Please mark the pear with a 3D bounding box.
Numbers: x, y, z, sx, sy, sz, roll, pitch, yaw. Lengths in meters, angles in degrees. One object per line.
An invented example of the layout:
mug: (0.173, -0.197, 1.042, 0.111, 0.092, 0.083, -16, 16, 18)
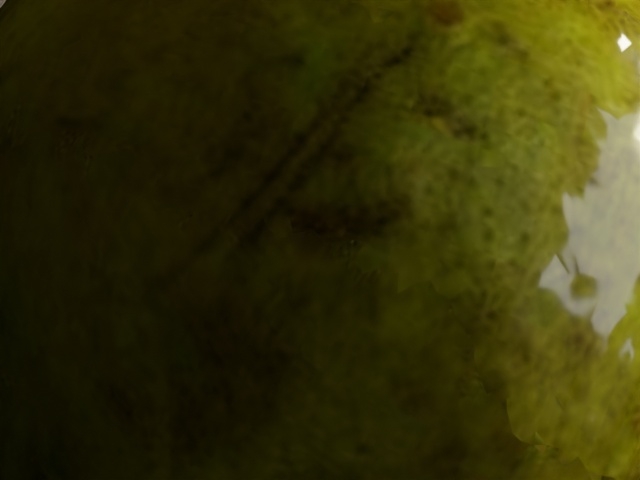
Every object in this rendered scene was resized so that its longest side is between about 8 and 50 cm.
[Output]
pear: (0.000, 0.000, 0.812, 0.413, 0.352, 0.352, -84, 157, -44)
